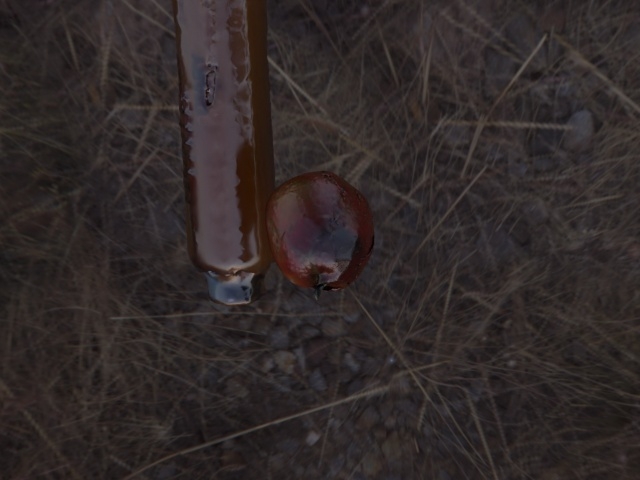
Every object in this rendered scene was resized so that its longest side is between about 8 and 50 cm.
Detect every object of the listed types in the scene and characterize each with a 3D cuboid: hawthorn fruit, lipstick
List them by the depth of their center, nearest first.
[{"bbox_3d":[0.000,-0.005,0.592,0.077,0.077,0.077,-1,83,4],"label":"hawthorn fruit"},{"bbox_3d":[-0.068,-0.157,0.631,0.077,0.077,0.418,-1,107,4],"label":"lipstick"}]
